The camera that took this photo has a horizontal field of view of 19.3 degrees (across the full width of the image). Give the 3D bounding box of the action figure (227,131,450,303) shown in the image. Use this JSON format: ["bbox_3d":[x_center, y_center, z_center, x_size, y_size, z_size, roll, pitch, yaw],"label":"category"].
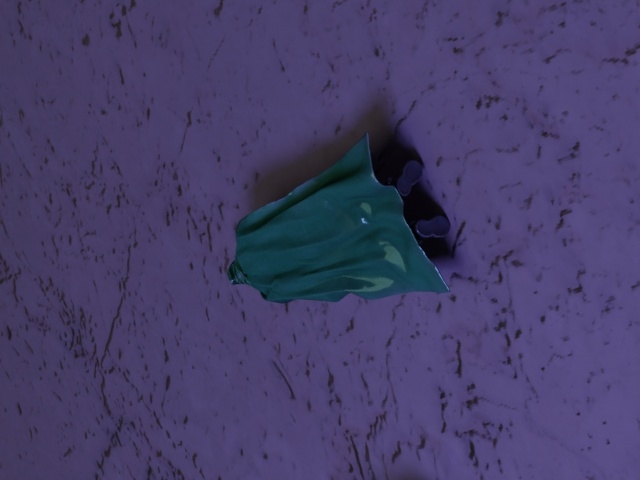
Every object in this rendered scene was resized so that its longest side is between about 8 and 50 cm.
[{"bbox_3d":[0.000,0.000,1.510,0.232,0.063,0.137,-19,97,46],"label":"action figure"}]
